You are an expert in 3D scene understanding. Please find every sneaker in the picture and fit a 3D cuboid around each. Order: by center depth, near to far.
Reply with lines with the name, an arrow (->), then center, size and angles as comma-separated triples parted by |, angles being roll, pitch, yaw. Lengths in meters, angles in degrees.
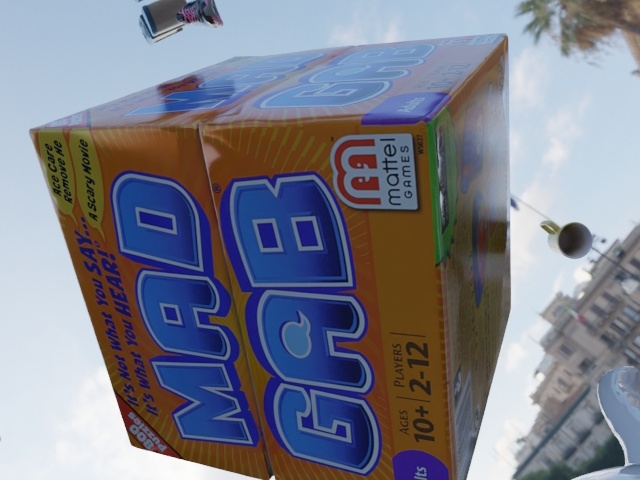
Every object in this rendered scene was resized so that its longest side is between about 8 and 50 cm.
sneaker -> -0.165, -0.303, 0.826 | 0.057, 0.119, 0.047 | -21, -66, -6

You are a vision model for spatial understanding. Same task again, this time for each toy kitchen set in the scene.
toy kitchen set -> -0.306, -0.412, 0.956 | 0.122, 0.166, 0.207 | -27, -73, -12

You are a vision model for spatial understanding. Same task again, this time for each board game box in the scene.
board game box -> 0.000, 0.000, 0.666 | 0.356, 0.356, 0.357 | -47, -46, -55

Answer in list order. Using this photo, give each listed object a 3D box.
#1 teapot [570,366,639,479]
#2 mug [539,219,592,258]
teapot -> 0.176, 0.248, 0.360 | 0.255, 0.253, 0.187 | -24, 3, -15
mug -> 0.423, -0.007, 1.067 | 0.062, 0.078, 0.064 | -22, 2, -4
